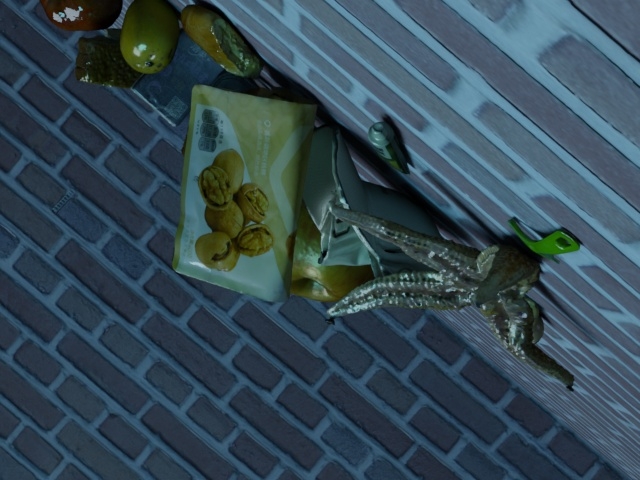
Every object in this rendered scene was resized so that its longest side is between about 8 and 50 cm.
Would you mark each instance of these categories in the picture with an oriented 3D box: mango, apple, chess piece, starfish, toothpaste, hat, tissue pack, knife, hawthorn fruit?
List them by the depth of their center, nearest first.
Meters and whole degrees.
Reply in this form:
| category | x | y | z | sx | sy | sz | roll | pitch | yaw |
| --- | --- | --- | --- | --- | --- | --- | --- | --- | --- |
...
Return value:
| category | x | y | z | sx | sy | sz | roll | pitch | yaw |
| --- | --- | --- | --- | --- | --- | --- | --- | --- | --- |
| knife | 0.251 | 0.004 | 1.145 | 0.078 | 0.022 | 0.166 | 35 | 179 | -3 |
| toothpaste | 0.087 | -0.119 | 1.334 | 0.049 | 0.031 | 0.204 | 40 | -179 | 14 |
| starfish | 0.193 | 0.084 | 1.437 | 0.384 | 0.132 | 0.398 | 9 | 161 | 7 |
| hat | 0.082 | -0.055 | 1.652 | 0.258 | 0.168 | 0.301 | 22 | 137 | 64 |
| chess piece | 0.341 | 0.133 | 1.730 | 0.066 | 0.066 | 0.122 | 40 | 172 | 20 |
| mango | -0.307 | -0.374 | 1.852 | 0.098 | 0.137 | 0.195 | 6 | -153 | -17 |
| tissue pack | -0.263 | -0.305 | 1.939 | 0.112 | 0.156 | 0.051 | 41 | 174 | -20 |
| hawthorn fruit | -0.457 | -0.480 | 2.052 | 0.162 | 0.162 | 0.203 | 40 | -165 | 20 |
| apple | 0.000 | 0.000 | 2.127 | 0.301 | 0.301 | 0.301 | 40 | 178 | 2 |

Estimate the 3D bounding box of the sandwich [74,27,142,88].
| category | x | y | z | sx | sy | sz | roll | pitch | yaw |
| --- | --- | --- | --- | --- | --- | --- | --- | --- | --- |
| sandwich | -0.407 | -0.368 | 2.111 | 0.288 | 0.099 | 0.254 | -3 | -156 | -44 |

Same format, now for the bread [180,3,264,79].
| category | x | y | z | sx | sy | sz | roll | pitch | yaw |
| --- | --- | --- | --- | --- | --- | --- | --- | --- | --- |
| bread | -0.154 | -0.301 | 1.530 | 0.154 | 0.054 | 0.136 | 38 | 175 | 1 |

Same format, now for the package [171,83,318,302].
| category | x | y | z | sx | sy | sz | roll | pitch | yaw |
| --- | --- | --- | --- | --- | --- | --- | --- | --- | --- |
| package | -0.091 | -0.084 | 1.649 | 0.221 | 0.311 | 0.165 | 14 | -165 | 30 |

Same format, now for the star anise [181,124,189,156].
| category | x | y | z | sx | sy | sz | roll | pitch | yaw |
| --- | --- | --- | --- | --- | --- | --- | --- | --- | --- |
| star anise | -0.173 | -0.186 | 2.072 | 0.346 | 0.148 | 0.237 | 34 | -130 | -71 |

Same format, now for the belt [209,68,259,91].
| category | x | y | z | sx | sy | sz | roll | pitch | yaw |
| --- | --- | --- | --- | --- | --- | --- | --- | --- | --- |
| belt | -0.115 | -0.209 | 1.849 | 0.267 | 0.116 | 0.206 | 39 | -176 | -47 |
